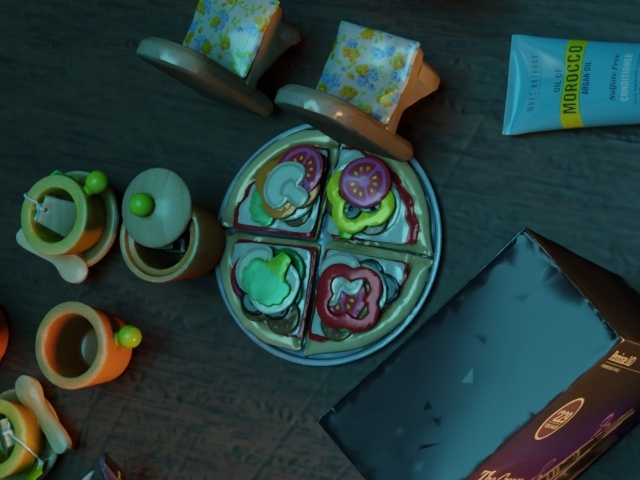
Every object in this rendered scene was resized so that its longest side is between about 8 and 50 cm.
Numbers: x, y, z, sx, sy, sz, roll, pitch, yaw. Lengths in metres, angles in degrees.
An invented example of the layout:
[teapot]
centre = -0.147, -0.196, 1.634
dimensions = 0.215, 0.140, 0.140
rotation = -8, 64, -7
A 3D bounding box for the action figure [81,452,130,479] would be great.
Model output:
[action figure]
centre = -0.263, 0.300, 1.325
dimensions = 0.285, 0.099, 0.185
rotation = -32, 33, 5

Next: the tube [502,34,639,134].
[tube]
centre = 0.237, -0.118, 1.220
dimensions = 0.207, 0.052, 0.080
rotation = 2, 76, 29

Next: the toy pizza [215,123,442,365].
[toy pizza]
centre = 0.000, 0.000, 1.309
dimensions = 0.201, 0.032, 0.201
rotation = -4, 81, 23

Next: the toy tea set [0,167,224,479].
[toy tea set]
centre = -0.239, 0.049, 1.346
dimensions = 0.336, 0.124, 0.200
rotation = -47, 67, 15

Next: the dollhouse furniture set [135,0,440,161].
[dollhouse furniture set]
centre = -0.074, -0.307, 1.256
dimensions = 0.394, 0.256, 0.362
rotation = 19, 87, 26

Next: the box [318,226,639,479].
[box]
centre = 0.139, 0.103, 1.108
dimensions = 0.184, 0.261, 0.103
rotation = -47, 68, 11
